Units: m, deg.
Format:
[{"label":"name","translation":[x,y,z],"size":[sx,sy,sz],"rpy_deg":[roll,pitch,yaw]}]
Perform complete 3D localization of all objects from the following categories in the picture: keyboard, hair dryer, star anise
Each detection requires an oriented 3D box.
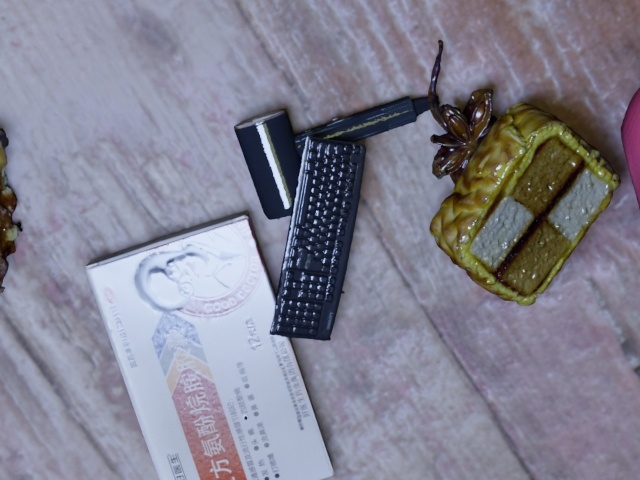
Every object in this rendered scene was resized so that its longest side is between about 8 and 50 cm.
[{"label":"keyboard","translation":[0.000,0.000,1.621],"size":[0.087,0.017,0.250],"rpy_deg":[8,99,-18]},{"label":"hair dryer","translation":[0.032,-0.118,1.640],"size":[0.255,0.070,0.128],"rpy_deg":[-17,99,-4]},{"label":"star anise","translation":[0.167,-0.151,1.620],"size":[0.097,0.070,0.190],"rpy_deg":[-15,117,-18]}]

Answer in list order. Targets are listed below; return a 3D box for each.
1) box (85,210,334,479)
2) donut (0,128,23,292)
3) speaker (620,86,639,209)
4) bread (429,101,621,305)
[{"label":"box","translation":[-0.137,0.161,1.677],"size":[0.214,0.069,0.353],"rpy_deg":[-17,97,1]},{"label":"donut","translation":[-0.439,-0.028,1.607],"size":[0.126,0.144,0.186],"rpy_deg":[3,126,18]},{"label":"speaker","translation":[0.501,-0.116,1.544],"size":[0.294,0.294,0.294],"rpy_deg":[0,99,-1]},{"label":"bread","translation":[0.243,-0.043,1.616],"size":[0.181,0.096,0.222],"rpy_deg":[30,99,-32]}]
